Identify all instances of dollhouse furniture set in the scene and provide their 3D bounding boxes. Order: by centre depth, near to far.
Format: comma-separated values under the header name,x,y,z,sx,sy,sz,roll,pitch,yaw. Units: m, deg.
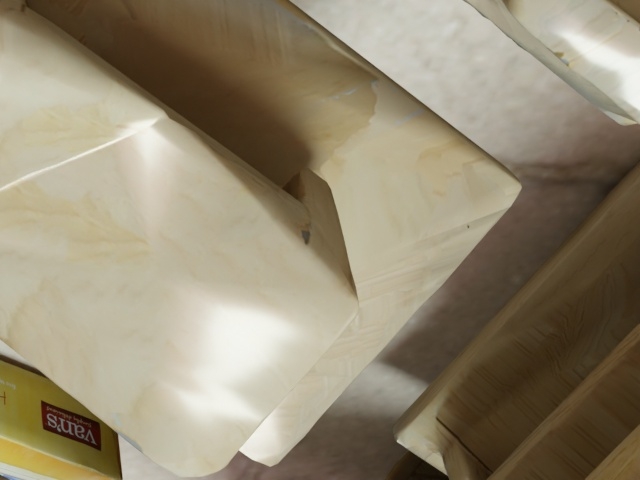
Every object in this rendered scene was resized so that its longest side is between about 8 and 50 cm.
name,x,y,z,sx,sy,sz,roll,pitch,yaw
dollhouse furniture set,0.000,0.000,0.500,0.394,0.256,0.362,35,106,-20

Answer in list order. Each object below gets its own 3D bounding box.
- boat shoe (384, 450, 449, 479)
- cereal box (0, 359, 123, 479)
name,x,y,z,sx,sy,sz,roll,pitch,yaw
boat shoe,0.017,0.179,0.655,0.109,0.302,0.098,27,117,17
cereal box,-0.228,0.124,0.691,0.240,0.047,0.173,-39,134,26
